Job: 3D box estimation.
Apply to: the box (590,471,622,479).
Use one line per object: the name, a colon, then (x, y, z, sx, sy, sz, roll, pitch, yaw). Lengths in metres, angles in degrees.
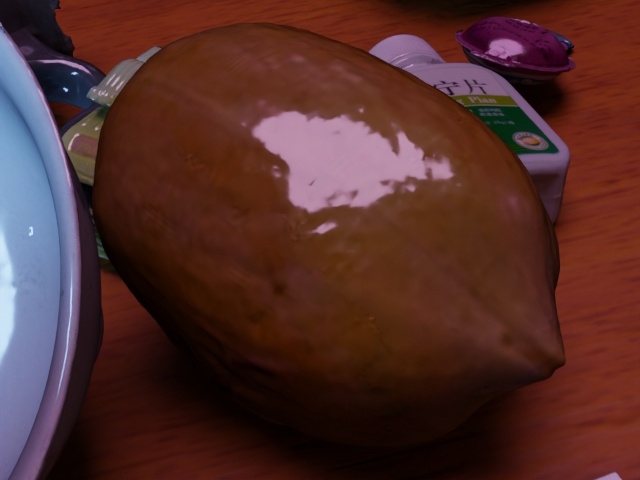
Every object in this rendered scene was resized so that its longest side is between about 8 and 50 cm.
box: (0.129, 0.193, 0.418, 0.109, 0.029, 0.198, -18, 41, -11)

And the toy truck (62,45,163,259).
toy truck: (-0.097, -0.077, 0.695, 0.085, 0.116, 0.191, 20, 47, 30)

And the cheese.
cheese: (0.154, -0.148, 0.773, 0.095, 0.038, 0.145, 25, 28, 22)

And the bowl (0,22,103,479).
bowl: (-0.230, 0.036, 0.517, 0.345, 0.157, 0.345, -3, 81, 20)

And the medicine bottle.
medicine bottle: (0.085, -0.072, 0.697, 0.119, 0.069, 0.183, -12, 39, -13)

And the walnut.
walnut: (0.000, 0.000, 0.534, 0.203, 0.203, 0.298, -32, 45, -25)

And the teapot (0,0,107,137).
teapot: (-0.291, -0.151, 0.732, 0.305, 0.223, 0.285, 16, 37, 44)
